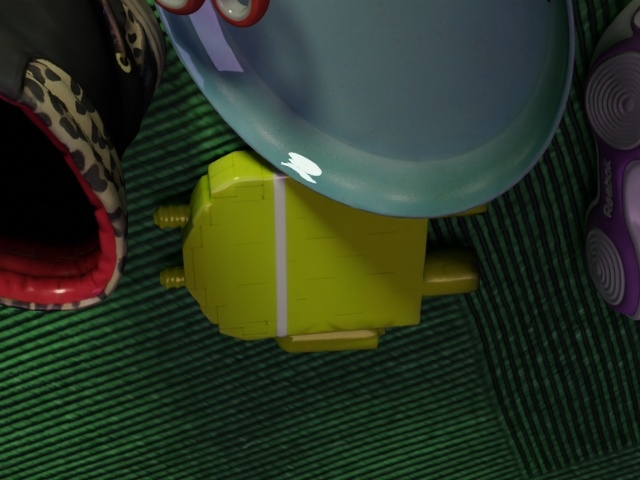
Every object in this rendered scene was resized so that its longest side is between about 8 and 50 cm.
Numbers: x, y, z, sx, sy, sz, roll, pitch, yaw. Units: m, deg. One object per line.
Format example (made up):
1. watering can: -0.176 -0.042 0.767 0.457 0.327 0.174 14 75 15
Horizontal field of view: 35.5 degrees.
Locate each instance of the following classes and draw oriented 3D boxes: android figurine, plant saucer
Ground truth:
1. android figurine: 0.000 0.000 0.830 0.272 0.056 0.248 -5 127 -5
2. plant saucer: 0.018 -0.156 0.632 0.317 0.044 0.318 24 139 23

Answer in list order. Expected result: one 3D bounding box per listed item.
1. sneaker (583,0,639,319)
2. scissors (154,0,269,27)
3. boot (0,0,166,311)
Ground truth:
1. sneaker: 0.292 -0.079 0.797 0.152 0.114 0.305 -17 132 -12
2. scissors: -0.112 -0.264 0.600 0.109 0.021 0.297 8 130 41
3. boot: -0.227 -0.150 0.548 0.138 0.284 0.377 -30 125 14
